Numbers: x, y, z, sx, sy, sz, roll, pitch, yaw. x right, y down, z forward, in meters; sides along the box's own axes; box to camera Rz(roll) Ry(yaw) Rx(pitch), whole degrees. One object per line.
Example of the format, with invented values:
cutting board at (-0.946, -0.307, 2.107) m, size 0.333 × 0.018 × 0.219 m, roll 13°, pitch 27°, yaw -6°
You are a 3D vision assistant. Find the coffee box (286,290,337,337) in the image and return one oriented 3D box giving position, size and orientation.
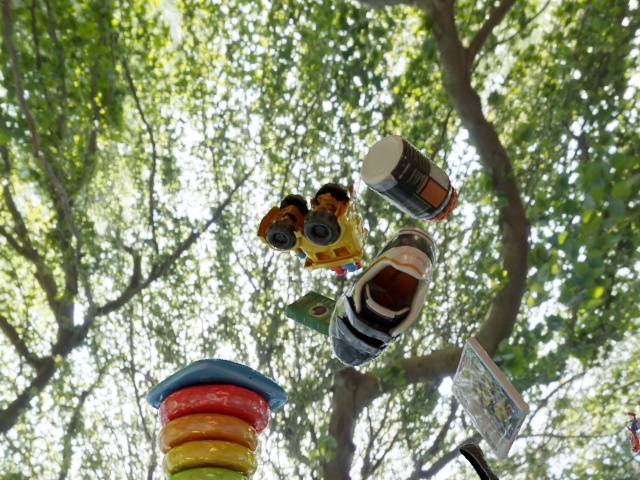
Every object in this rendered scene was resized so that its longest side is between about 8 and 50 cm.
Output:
coffee box at (0.013, 0.197, 1.410) m, size 0.184 × 0.040 × 0.113 m, roll 19°, pitch -149°, yaw 31°

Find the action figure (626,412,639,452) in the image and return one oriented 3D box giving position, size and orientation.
action figure at (0.754, 0.467, 1.285) m, size 0.030 × 0.038 × 0.115 m, roll -9°, pitch -159°, yaw 28°

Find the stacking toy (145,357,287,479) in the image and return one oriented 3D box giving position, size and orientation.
stacking toy at (-0.149, 0.329, 0.713) m, size 0.175 × 0.166 × 0.302 m, roll 33°, pitch -145°, yaw -33°

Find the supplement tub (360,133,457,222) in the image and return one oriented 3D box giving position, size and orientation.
supplement tub at (0.181, -0.117, 1.067) m, size 0.190 × 0.117 × 0.117 m, roll 31°, pitch -151°, yaw -34°

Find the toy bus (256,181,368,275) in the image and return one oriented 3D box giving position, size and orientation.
toy bus at (0.000, 0.000, 1.192) m, size 0.220 × 0.211 × 0.149 m, roll -12°, pitch -147°, yaw 23°

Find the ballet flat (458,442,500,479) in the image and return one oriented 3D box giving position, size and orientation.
ballet flat at (0.378, 0.549, 1.236) m, size 0.049 × 0.057 × 0.173 m, roll -6°, pitch -146°, yaw -15°

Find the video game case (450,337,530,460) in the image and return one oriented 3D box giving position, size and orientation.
video game case at (0.366, 0.347, 1.175) m, size 0.023 × 0.183 × 0.201 m, roll -10°, pitch -141°, yaw -18°

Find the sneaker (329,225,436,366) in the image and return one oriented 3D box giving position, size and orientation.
sneaker at (0.092, 0.126, 0.942) m, size 0.126 × 0.321 × 0.127 m, roll 26°, pitch -149°, yaw 3°
